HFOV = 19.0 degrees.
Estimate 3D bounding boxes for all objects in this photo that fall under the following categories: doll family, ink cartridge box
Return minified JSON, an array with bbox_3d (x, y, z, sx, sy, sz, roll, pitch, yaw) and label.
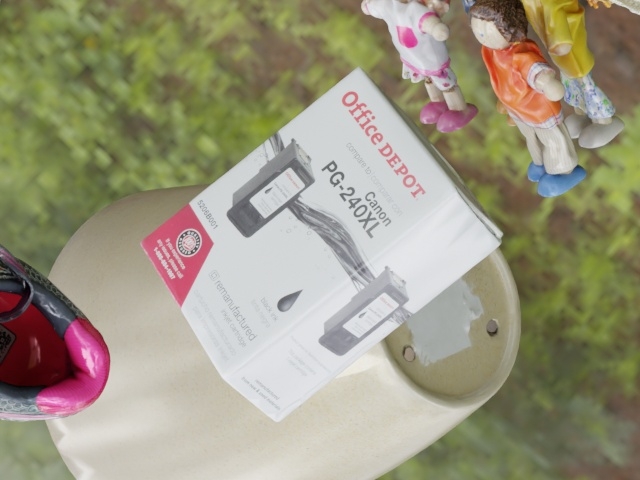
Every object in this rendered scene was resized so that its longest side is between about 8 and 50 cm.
[{"bbox_3d":[0.125,-0.152,1.282,0.263,0.118,0.163,36,153,61],"label":"doll family"},{"bbox_3d":[0.000,0.000,0.972,0.063,0.150,0.109,45,-172,-50],"label":"ink cartridge box"}]

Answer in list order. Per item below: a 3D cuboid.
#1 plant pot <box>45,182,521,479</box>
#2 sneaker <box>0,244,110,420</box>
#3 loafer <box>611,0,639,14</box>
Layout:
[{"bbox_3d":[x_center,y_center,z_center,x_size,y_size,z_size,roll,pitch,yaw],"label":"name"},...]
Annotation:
[{"bbox_3d":[-0.009,0.064,1.256,0.274,0.256,0.256,-16,121,50],"label":"plant pot"},{"bbox_3d":[-0.235,0.006,1.013,0.299,0.121,0.112,32,165,-39],"label":"sneaker"},{"bbox_3d":[0.145,-0.176,0.985,0.268,0.092,0.102,40,130,34],"label":"loafer"}]
